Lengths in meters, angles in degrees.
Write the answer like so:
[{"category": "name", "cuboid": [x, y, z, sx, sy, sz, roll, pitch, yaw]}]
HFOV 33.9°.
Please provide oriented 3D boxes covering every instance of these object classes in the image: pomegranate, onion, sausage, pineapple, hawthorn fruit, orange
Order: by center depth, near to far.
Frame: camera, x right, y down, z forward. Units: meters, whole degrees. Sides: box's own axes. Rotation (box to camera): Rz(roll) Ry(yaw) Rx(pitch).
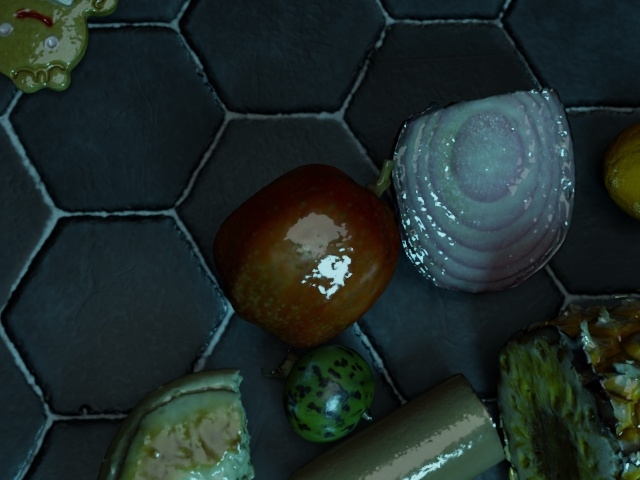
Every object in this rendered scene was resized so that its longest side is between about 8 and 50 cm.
[{"category": "pineapple", "cuboid": [0.382, 0.220, 1.194, 0.300, 0.352, 0.352, -2, 80, -15]}, {"category": "hawthorn fruit", "cuboid": [0.000, 0.000, 1.244, 0.205, 0.205, 0.253, 46, 105, 4]}, {"category": "sausage", "cuboid": [0.090, 0.269, 1.254, 0.253, 0.123, 0.123, -29, 83, -8]}, {"category": "pomegranate", "cuboid": [-0.006, 0.175, 1.275, 0.161, 0.122, 0.122, 27, 77, 31]}, {"category": "onion", "cuboid": [0.194, -0.062, 1.338, 0.250, 0.111, 0.247, -11, 100, -18]}, {"category": "orange", "cuboid": [0.429, -0.088, 1.350, 0.136, 0.117, 0.135, 0, 82, 2]}]

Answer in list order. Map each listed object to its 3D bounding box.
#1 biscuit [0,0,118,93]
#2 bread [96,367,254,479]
[{"category": "biscuit", "cuboid": [-0.360, -0.312, 1.363, 0.184, 0.035, 0.248, 18, 81, 1]}, {"category": "bread", "cuboid": [-0.158, 0.315, 1.200, 0.192, 0.171, 0.314, -10, 80, -4]}]
